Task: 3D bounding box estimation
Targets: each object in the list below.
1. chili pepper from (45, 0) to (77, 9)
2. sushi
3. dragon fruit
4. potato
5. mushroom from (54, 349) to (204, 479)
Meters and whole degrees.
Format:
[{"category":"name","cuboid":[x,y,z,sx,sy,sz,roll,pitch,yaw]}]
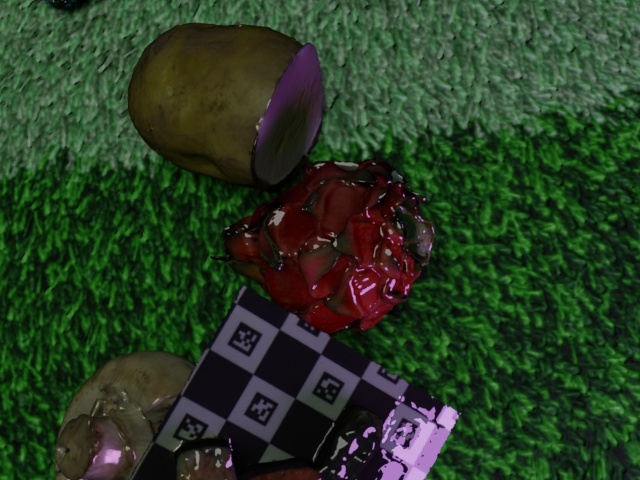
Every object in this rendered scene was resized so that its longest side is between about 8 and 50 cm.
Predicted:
[{"category":"chili pepper","cuboid":[-0.336,-0.440,1.448,0.098,0.061,0.224,36,83,19]},{"category":"sushi","cuboid":[-0.033,0.290,1.147,0.343,0.064,0.359,33,82,-19]},{"category":"dragon fruit","cuboid":[0.000,0.000,1.233,0.293,0.234,0.233,10,78,24]},{"category":"potato","cuboid":[-0.142,-0.192,1.298,0.266,0.229,0.229,19,80,20]},{"category":"mushroom","cuboid":[-0.249,0.248,1.205,0.189,0.195,0.253,23,93,44]}]
